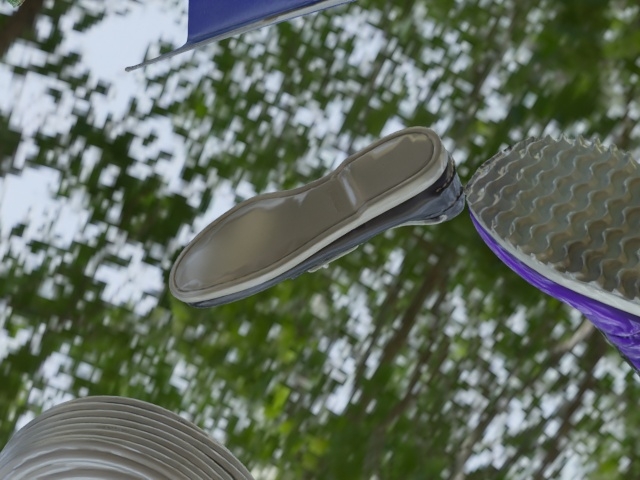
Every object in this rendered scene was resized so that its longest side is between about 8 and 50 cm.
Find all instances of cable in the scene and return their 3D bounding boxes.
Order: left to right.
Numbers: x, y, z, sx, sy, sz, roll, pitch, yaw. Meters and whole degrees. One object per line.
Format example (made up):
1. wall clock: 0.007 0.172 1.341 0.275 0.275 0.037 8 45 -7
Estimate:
1. cable: -0.158 0.253 1.452 0.257 0.257 0.089 44 -154 -3

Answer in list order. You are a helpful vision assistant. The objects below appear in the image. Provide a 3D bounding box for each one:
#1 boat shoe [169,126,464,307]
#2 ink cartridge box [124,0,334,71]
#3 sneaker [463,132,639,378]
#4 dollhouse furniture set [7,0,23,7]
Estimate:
1. boat shoe: 0.000 0.000 1.215 0.206 0.065 0.075 -27 -137 12
2. ink cartridge box: 0.052 -0.178 1.073 0.332 0.165 0.065 -22 -82 -33
3. sneaker: 0.209 0.050 1.123 0.293 0.146 0.102 31 -120 30
4. dollhouse furniture set: -0.306 -0.219 1.633 0.076 0.058 0.152 37 -94 -5
